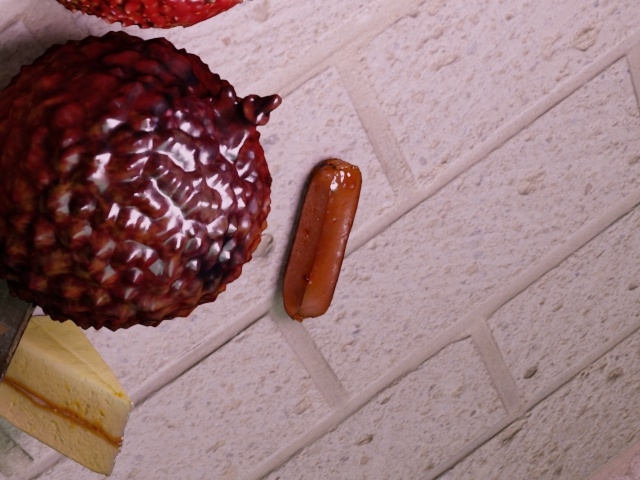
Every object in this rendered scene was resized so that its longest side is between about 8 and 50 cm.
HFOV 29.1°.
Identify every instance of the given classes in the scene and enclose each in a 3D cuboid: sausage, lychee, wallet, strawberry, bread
[{"bbox_3d":[0.000,0.000,2.186,0.102,0.102,0.330,-6,126,-32],"label":"sausage"},{"bbox_3d":[-0.256,-0.089,1.709,0.500,0.425,0.424,-23,141,19],"label":"lychee"},{"bbox_3d":[-0.515,0.121,1.921,0.232,0.122,0.031,-62,178,22],"label":"wallet"},{"bbox_3d":[-0.227,-0.331,1.636,0.306,0.138,0.233,-15,172,26],"label":"strawberry"},{"bbox_3d":[-0.434,0.246,1.960,0.163,0.264,0.168,1,117,-38],"label":"bread"}]
